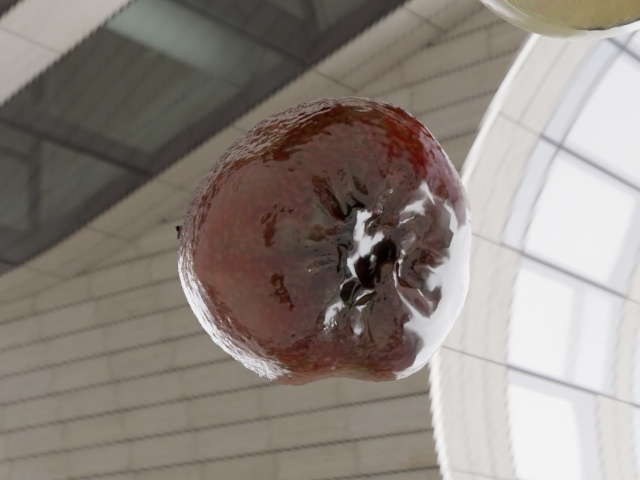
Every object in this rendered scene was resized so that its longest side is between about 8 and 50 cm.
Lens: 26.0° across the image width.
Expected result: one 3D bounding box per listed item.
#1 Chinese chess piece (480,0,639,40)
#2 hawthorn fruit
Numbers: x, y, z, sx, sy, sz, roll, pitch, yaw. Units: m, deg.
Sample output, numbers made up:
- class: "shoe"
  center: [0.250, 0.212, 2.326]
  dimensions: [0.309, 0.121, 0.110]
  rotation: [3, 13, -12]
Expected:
- class: "Chinese chess piece"
  center: [0.219, -0.293, 1.152]
  dimensions: [0.251, 0.251, 0.097]
  rotation: [-61, -175, 8]
- class: "hawthorn fruit"
  center: [0.000, 0.000, 0.794]
  dimensions: [0.169, 0.169, 0.188]
  rotation: [-70, -162, 0]
